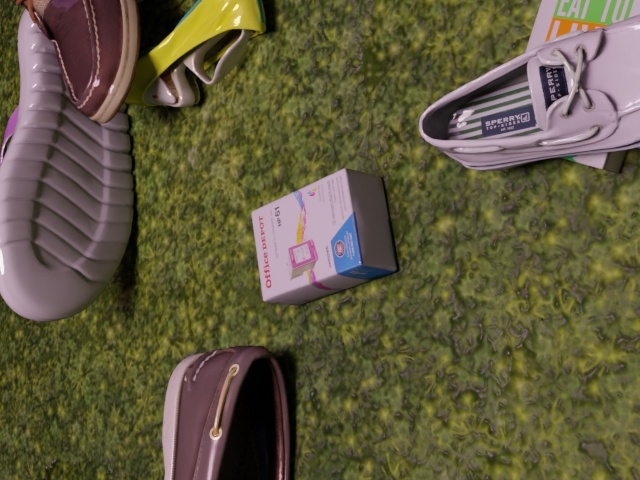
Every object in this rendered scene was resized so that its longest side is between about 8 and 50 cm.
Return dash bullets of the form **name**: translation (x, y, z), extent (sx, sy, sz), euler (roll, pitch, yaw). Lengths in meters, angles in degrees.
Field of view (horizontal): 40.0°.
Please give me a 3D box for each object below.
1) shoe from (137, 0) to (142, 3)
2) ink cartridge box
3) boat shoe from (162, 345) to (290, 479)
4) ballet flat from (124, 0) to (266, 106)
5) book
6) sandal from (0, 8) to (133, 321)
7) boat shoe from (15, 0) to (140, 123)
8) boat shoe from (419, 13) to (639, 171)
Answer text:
- **shoe**: translation (-0.248, -0.349, 1.068), extent (0.081, 0.063, 0.178), euler (-25, 64, 43)
- **ink cartridge box**: translation (0.000, 0.000, 0.781), extent (0.122, 0.052, 0.088), euler (-23, 68, 40)
- **boat shoe**: translation (-0.077, 0.254, 0.775), extent (0.097, 0.117, 0.324), euler (-19, 65, 44)
- **ballet flat**: translation (-0.141, -0.188, 0.935), extent (0.231, 0.077, 0.077), euler (-32, 79, 34)
- **book**: translation (0.192, -0.130, 0.636), extent (0.096, 0.035, 0.144), euler (25, 104, 45)
- **sandal**: translation (-0.303, -0.094, 1.015), extent (0.102, 0.169, 0.416), euler (-22, 57, 36)
- **boat shoe**: translation (-0.287, -0.276, 0.955), extent (0.123, 0.123, 0.342), euler (-40, 56, 41)
- **boat shoe**: translation (0.165, -0.093, 0.582), extent (0.226, 0.076, 0.083), euler (-23, 70, 44)
